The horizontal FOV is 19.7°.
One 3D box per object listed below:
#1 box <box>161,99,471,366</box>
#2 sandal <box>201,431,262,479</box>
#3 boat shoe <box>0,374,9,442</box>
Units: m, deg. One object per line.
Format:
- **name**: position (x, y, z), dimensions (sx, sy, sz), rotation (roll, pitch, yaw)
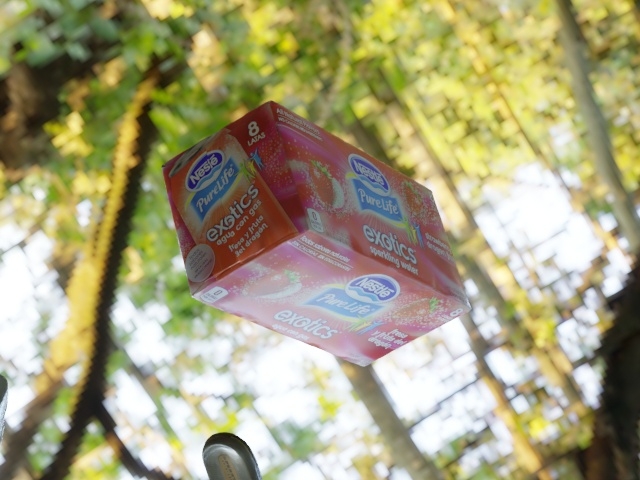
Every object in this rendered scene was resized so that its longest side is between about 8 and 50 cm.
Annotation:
- **box**: position (0.000, 0.000, 1.528), dimensions (0.123, 0.257, 0.128), rotation (-30, -121, 24)
- **sandal**: position (-0.088, 0.344, 2.291), dimensions (0.090, 0.219, 0.060), rotation (-19, -171, 24)
- **boat shoe**: position (-0.423, 0.259, 2.172), dimensions (0.095, 0.084, 0.258), rotation (9, -147, 10)
